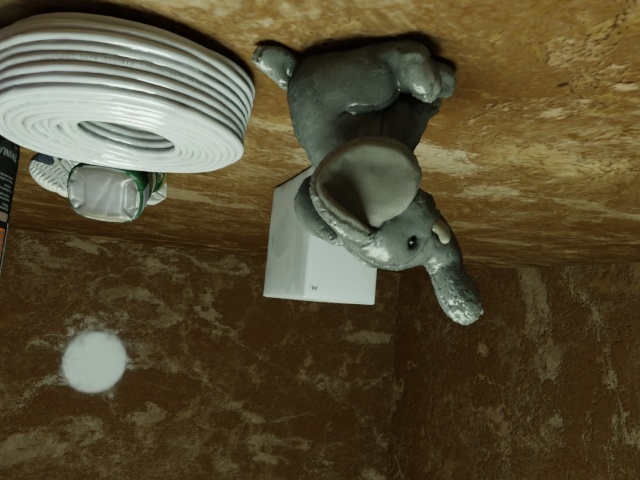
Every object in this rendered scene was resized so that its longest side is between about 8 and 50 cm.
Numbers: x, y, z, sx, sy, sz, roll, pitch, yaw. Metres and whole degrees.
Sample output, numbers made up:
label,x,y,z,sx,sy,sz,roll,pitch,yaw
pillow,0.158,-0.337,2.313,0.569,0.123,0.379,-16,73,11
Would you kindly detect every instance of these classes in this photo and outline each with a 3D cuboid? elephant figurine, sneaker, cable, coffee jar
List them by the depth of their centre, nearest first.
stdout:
label,x,y,z,sx,sy,sz,roll,pitch,yaw
elephant figurine,0.048,-0.049,0.473,0.186,0.239,0.169,1,172,29
cable,-0.200,-0.138,0.526,0.257,0.089,0.257,-1,171,37
coffee jar,-0.279,-0.092,0.723,0.096,0.079,0.184,8,-159,-7
sneaker,-0.422,-0.100,0.932,0.153,0.094,0.235,-14,172,43

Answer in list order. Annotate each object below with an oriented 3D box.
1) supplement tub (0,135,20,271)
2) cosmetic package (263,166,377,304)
label,x,y,z,sx,sy,sz,roll,pitch,yaw
supplement tub,-0.583,-0.015,0.747,0.207,0.338,0.207,5,172,1
cosmetic package,0.000,0.000,0.937,0.138,0.224,0.224,8,172,-21
